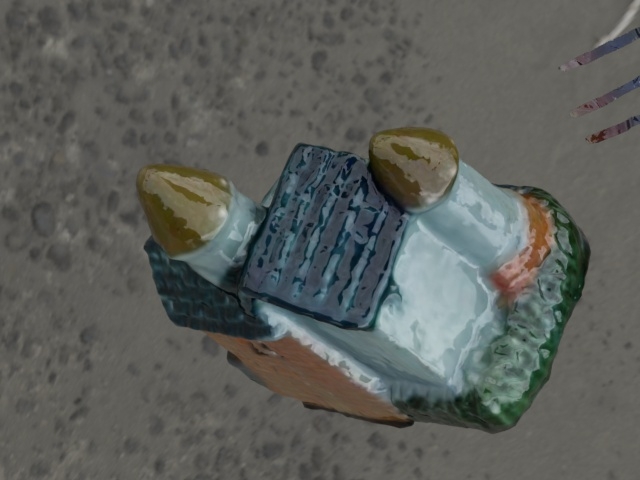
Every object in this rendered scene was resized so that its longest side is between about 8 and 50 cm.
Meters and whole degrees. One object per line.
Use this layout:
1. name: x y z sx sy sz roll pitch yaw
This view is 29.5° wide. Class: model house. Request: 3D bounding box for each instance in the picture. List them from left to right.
1. model house: 0.000 0.000 0.809 0.291 0.253 0.184 33 71 -43

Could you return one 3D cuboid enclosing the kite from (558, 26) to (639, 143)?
1. kite: 0.281 -0.148 0.872 0.229 0.016 0.127 -23 80 13
